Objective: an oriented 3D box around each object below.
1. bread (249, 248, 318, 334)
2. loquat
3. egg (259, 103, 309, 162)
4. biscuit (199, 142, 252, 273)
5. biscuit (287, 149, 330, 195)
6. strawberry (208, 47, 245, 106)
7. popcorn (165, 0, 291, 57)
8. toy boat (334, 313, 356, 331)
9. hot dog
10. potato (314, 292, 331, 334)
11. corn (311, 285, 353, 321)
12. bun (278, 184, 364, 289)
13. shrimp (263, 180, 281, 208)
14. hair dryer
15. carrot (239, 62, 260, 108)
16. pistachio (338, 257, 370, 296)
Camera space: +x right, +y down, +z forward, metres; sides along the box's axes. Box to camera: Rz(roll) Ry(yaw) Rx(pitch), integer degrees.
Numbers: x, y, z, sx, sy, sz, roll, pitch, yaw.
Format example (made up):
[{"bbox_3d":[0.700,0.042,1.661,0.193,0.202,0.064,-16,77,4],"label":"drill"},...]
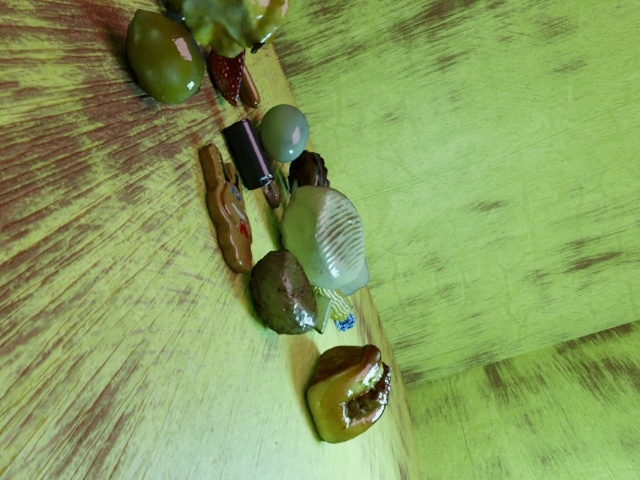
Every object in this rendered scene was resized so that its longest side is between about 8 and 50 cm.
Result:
[{"bbox_3d":[-0.096,0.133,1.390,0.230,0.123,0.230,60,15,-27],"label":"bread"},{"bbox_3d":[-0.309,-0.363,1.100,0.195,0.152,0.152,52,20,-41],"label":"loquat"},{"bbox_3d":[-0.133,-0.391,2.041,0.264,0.183,0.183,-91,161,-45],"label":"egg"},{"bbox_3d":[-0.217,-0.078,1.347,0.202,0.047,0.334,55,19,-60],"label":"biscuit"},{"bbox_3d":[-0.046,-0.199,2.118,0.268,0.115,0.366,108,-25,-47],"label":"biscuit"},{"bbox_3d":[-0.292,-0.535,1.702,0.236,0.107,0.175,-98,-158,-47],"label":"strawberry"},{"bbox_3d":[-0.253,-0.635,1.491,0.316,0.297,0.281,30,46,-24],"label":"popcorn"},{"bbox_3d":[0.086,0.290,2.222,0.175,0.091,0.110,64,-6,-14],"label":"toy boat"},{"bbox_3d":[0.099,0.422,1.636,0.405,0.223,0.185,-44,111,-81],"label":"hot dog"},{"bbox_3d":[-0.014,0.258,1.855,0.149,0.081,0.120,89,19,-64],"label":"potato"},{"bbox_3d":[0.029,0.211,2.025,0.305,0.106,0.106,49,23,-55],"label":"corn"},{"bbox_3d":[0.000,0.000,1.840,0.362,0.234,0.326,55,36,-34],"label":"bun"},{"bbox_3d":[-0.177,-0.185,1.851,0.099,0.041,0.180,-69,142,-54],"label":"shrimp"},{"bbox_3d":[-0.214,-0.263,1.692,0.251,0.089,0.197,-110,177,-79],"label":"hair dryer"},{"bbox_3d":[-0.273,-0.567,1.946,0.067,0.067,0.225,-89,156,-65],"label":"carrot"},{"bbox_3d":[0.077,0.095,2.291,0.226,0.208,0.332,-54,131,-23],"label":"pistachio"}]
